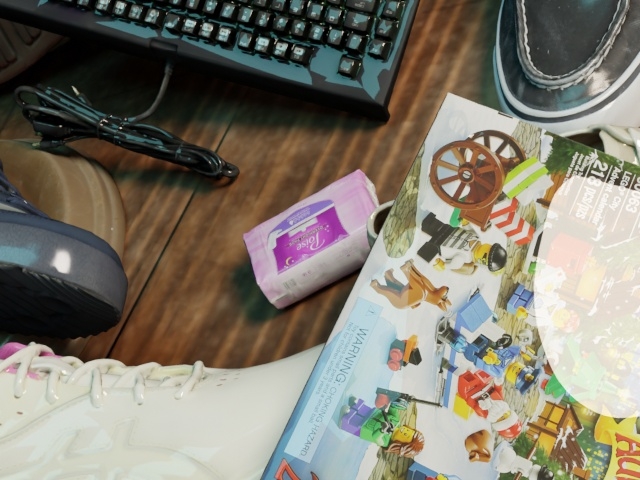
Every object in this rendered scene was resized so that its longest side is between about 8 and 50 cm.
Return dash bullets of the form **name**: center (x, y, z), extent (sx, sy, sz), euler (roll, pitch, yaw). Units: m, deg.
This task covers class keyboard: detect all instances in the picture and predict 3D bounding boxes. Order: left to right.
- **keyboard**: center (-0.096, -0.138, 0.772), extent (0.317, 0.033, 0.202), euler (17, 93, 21)

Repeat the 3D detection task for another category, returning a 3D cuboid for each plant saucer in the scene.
- **plant saucer**: center (-0.261, 0.033, 0.802), extent (0.277, 0.041, 0.278), euler (-16, 48, 19)

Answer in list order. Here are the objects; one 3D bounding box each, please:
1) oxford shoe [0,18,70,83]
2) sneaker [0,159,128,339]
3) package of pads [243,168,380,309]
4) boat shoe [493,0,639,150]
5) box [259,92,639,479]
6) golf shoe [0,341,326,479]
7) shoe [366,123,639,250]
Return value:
- **oxford shoe**: center (-0.218, -0.224, 0.947), extent (0.396, 0.141, 0.146), euler (-14, 18, 28)
- **sneaker**: center (-0.229, -0.025, 0.723), extent (0.319, 0.112, 0.131), euler (8, 63, 34)
- **package of pads**: center (0.000, 0.000, 0.675), extent (0.083, 0.032, 0.050), euler (-29, 44, 8)
- **boat shoe**: center (0.156, -0.187, 0.681), extent (0.108, 0.102, 0.301), euler (1, 56, 31)
- **box**: center (0.082, 0.066, 0.507), extent (0.159, 0.044, 0.233), euler (22, 71, 12)
- **golf shoe**: center (-0.121, 0.101, 0.572), extent (0.306, 0.140, 0.115), euler (-24, 3, 3)
- **shoe**: center (0.127, -0.015, 0.591), extent (0.219, 0.058, 0.077), euler (-14, 50, 19)
